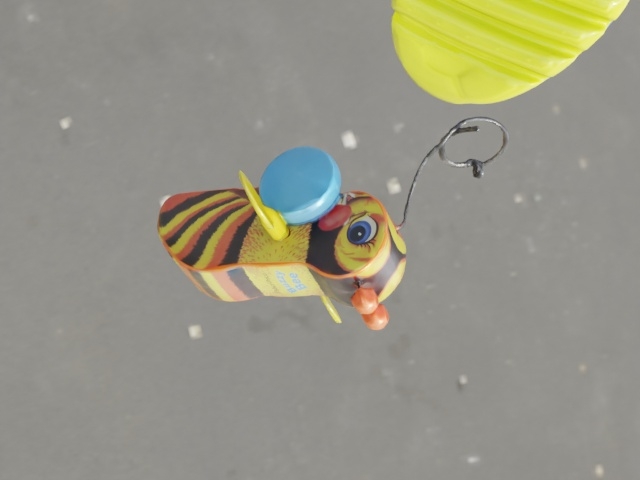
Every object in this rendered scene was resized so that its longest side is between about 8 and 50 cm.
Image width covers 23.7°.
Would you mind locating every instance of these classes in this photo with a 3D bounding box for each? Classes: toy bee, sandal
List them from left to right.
[{"bbox_3d":[0.000,0.000,1.267,0.195,0.298,0.162,32,43,-37],"label":"toy bee"},{"bbox_3d":[0.154,-0.214,0.867,0.126,0.317,0.138,37,18,4],"label":"sandal"}]
